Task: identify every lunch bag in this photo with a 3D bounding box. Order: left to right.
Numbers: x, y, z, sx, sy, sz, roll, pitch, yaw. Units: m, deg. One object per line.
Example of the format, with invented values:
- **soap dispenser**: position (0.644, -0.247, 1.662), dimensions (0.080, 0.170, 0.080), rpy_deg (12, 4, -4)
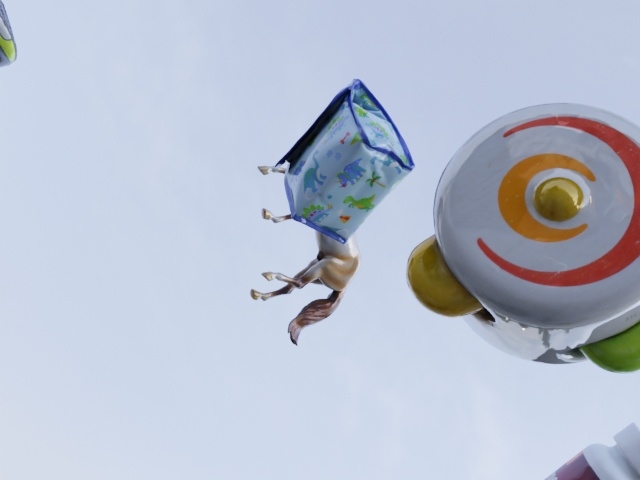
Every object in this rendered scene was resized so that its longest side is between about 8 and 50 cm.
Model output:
- **lunch bag**: position (0.020, -0.097, 0.887), dimensions (0.096, 0.151, 0.129), rpy_deg (28, -60, -30)

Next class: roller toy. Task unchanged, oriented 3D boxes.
- **roller toy**: position (0.188, -0.007, 0.646), dimensions (0.209, 0.191, 0.146), rpy_deg (11, -21, 19)

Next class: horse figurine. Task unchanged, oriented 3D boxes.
- **horse figurine**: position (0.000, 0.000, 1.033), dimensions (0.066, 0.174, 0.264), rpy_deg (-145, -125, -59)

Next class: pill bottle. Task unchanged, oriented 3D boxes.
- **pill bottle**: position (0.352, 0.342, 1.024), dimensions (0.221, 0.121, 0.121), rpy_deg (-43, -84, 11)

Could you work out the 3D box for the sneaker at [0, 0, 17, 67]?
- **sneaker**: position (-0.435, -0.280, 0.810), dimensions (0.300, 0.121, 0.111), rpy_deg (49, 7, -47)
